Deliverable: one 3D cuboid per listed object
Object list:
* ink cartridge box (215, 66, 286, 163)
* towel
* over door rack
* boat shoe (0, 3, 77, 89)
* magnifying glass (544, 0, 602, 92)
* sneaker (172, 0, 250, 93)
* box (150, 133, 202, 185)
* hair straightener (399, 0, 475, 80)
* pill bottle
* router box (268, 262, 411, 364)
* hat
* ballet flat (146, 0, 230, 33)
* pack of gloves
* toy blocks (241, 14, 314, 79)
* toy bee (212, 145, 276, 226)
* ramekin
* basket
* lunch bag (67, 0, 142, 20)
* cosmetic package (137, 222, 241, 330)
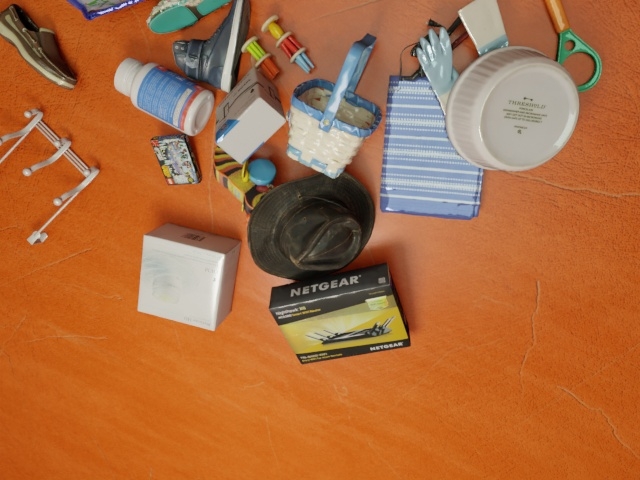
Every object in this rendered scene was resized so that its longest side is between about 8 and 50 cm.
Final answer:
[{"bbox_3d":[-0.168,-0.294,1.147,0.148,0.203,0.086,-41,124,18],"label":"ink cartridge box"},{"bbox_3d":[0.274,-0.220,1.189,0.244,0.040,0.335,5,104,11],"label":"towel"},{"bbox_3d":[-0.800,-0.164,1.359,0.324,0.108,0.239,-42,94,18],"label":"over door rack"},{"bbox_3d":[-0.718,-0.502,1.260,0.257,0.095,0.095,43,102,-3],"label":"boat shoe"},{"bbox_3d":[0.543,-0.436,1.080,0.092,0.026,0.230,-24,99,16],"label":"magnifying glass"},{"bbox_3d":[-0.265,-0.489,1.182,0.164,0.086,0.226,19,109,2],"label":"sneaker"},{"bbox_3d":[-0.374,-0.209,1.283,0.094,0.027,0.136,-2,129,12],"label":"box"},{"bbox_3d":[0.261,-0.453,1.112,0.230,0.047,0.089,-40,95,16],"label":"hair straightener"},{"bbox_3d":[-0.388,-0.362,1.219,0.222,0.124,0.124,28,108,1],"label":"pill bottle"},{"bbox_3d":[0.055,0.197,1.265,0.309,0.081,0.242,-14,129,14],"label":"router box"},{"bbox_3d":[0.000,0.000,1.171,0.332,0.134,0.331,-10,124,-15],"label":"hat"},{"bbox_3d":[-0.308,-0.574,1.180,0.241,0.091,0.077,-19,71,11],"label":"ballet flat"},{"bbox_3d":[0.327,-0.389,1.089,0.195,0.046,0.232,-30,113,6],"label":"pack of gloves"},{"bbox_3d":[-0.098,-0.440,1.181,0.123,0.054,0.148,-40,95,17],"label":"toy blocks"},{"bbox_3d":[-0.163,-0.123,1.208,0.299,0.162,0.195,21,148,26],"label":"toy bee"},{"bbox_3d":[0.417,-0.271,1.054,0.273,0.127,0.272,-2,113,-5],"label":"ramekin"},{"bbox_3d":[0.042,-0.304,1.089,0.201,0.254,0.288,29,119,0],"label":"basket"},{"bbox_3d":[-0.427,-0.726,1.078,0.386,0.239,0.327,-18,101,-2],"label":"lunch bag"},{"bbox_3d":[-0.354,0.096,1.333,0.224,0.138,0.224,13,108,7],"label":"cosmetic package"}]
